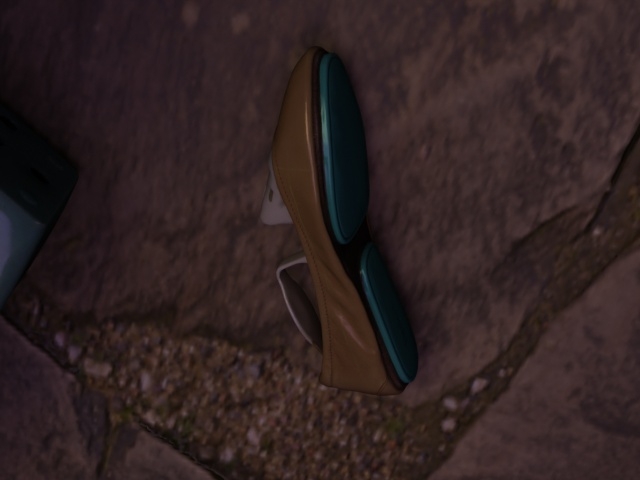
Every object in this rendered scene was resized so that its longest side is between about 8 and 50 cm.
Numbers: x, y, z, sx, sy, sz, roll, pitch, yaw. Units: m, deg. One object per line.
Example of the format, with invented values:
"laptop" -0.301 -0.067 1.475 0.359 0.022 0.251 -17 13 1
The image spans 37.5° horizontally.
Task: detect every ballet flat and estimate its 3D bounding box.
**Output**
"ballet flat" 0.000 0.000 0.574 0.073 0.080 0.232 -6 115 22

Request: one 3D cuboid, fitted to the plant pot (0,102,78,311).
"plant pot" -0.265 0.019 0.550 0.234 0.166 0.165 -43 107 13
